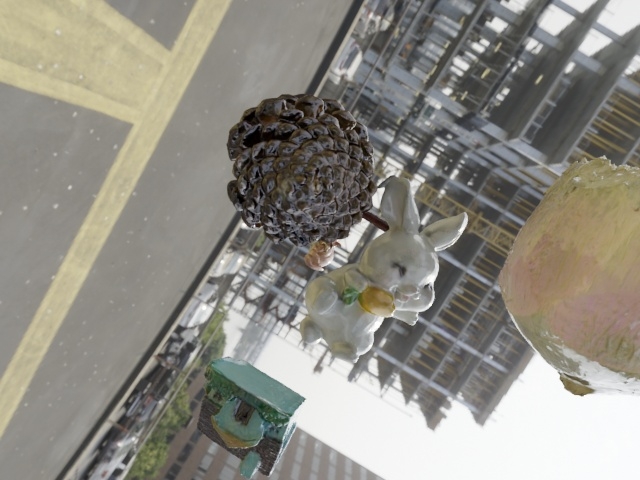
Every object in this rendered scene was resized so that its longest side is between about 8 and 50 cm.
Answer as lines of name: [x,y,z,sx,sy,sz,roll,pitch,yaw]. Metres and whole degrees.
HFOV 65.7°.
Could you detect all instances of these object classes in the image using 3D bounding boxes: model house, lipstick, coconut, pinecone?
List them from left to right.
model house: [-0.222,0.497,1.357,0.248,0.281,0.230,-62,168,0]
pinecone: [-0.038,-0.130,0.813,0.246,0.246,0.292,-59,-152,21]
lipstick: [0.143,-0.020,0.983,0.027,0.176,0.027,-57,174,-9]
coconut: [0.495,0.086,0.813,0.404,0.405,0.404,-59,180,0]

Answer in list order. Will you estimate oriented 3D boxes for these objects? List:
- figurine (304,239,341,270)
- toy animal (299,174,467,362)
figurine: [0.009,-0.004,1.268,0.126,0.114,0.157,111,-27,-72]
toy animal: [0.104,0.059,0.865,0.325,0.209,0.154,-62,-167,2]
